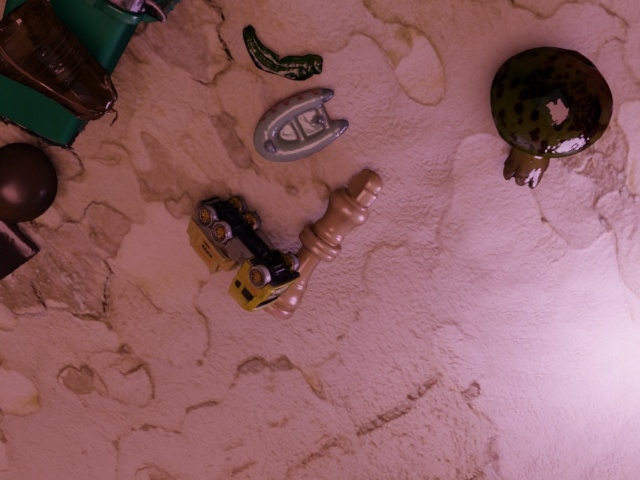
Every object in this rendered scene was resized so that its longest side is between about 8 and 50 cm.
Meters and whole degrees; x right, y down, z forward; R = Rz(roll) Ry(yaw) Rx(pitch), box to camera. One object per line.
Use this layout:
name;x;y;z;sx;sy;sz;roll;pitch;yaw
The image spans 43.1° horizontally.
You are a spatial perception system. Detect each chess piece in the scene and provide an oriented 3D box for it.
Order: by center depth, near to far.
chess piece;0.000;0.000;1.828;0.117;0.117;0.397;34;109;-14

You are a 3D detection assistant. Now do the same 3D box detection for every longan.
longan;-0.660;-0.120;1.752;0.189;0.189;0.189;0;115;1

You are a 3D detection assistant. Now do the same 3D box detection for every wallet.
wallet;-0.804;-0.043;1.851;0.165;0.042;0.309;-34;110;13

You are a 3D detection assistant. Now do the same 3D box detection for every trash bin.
trash bin;-0.474;-0.394;1.581;0.295;0.259;0.381;26;119;-11

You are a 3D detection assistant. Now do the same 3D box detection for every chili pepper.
chili pepper;-0.084;-0.378;1.683;0.182;0.050;0.073;21;121;-6

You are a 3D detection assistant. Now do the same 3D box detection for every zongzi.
zongzi;-0.503;-0.292;1.458;0.241;0.111;0.248;-14;129;36

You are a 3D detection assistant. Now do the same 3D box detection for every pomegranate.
pomegranate;0.440;-0.258;1.661;0.242;0.242;0.306;29;144;-12

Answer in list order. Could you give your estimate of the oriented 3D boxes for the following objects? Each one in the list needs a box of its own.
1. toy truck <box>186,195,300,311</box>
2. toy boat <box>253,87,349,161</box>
toy truck;-0.184;0.033;1.783;0.272;0.124;0.157;47;127;17
toy boat;-0.047;-0.238;1.734;0.207;0.079;0.134;-22;115;9
